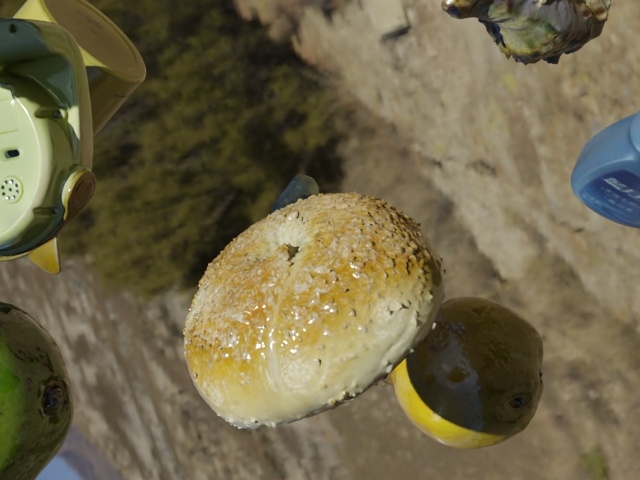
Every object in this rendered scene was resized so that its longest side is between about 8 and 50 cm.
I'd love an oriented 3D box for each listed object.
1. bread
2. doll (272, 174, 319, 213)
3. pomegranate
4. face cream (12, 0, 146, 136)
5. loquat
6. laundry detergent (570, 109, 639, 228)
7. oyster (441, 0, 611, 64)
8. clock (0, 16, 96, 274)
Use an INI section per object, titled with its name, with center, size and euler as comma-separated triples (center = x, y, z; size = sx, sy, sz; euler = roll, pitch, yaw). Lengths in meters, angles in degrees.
[bread]
center = -0.014, 0.059, 1.348
size = 0.158, 0.306, 0.305
euler = 62, 176, -22
[doll]
center = 0.000, 0.000, 1.809
size = 0.214, 0.104, 0.071
euler = 64, 154, 21
[pomegranate]
center = -0.434, 0.196, 1.564
size = 0.254, 0.271, 0.254
euler = -6, -90, -83
[face cream]
center = -0.413, -0.267, 2.066
size = 0.218, 0.179, 0.218
euler = 40, -161, -16
[loquat]
center = 0.189, 0.183, 1.827
size = 0.213, 0.246, 0.213
euler = 1, -90, -73
[laundry detergent]
center = 0.381, -0.087, 1.449
size = 0.143, 0.094, 0.290
euler = 28, 169, 1
[oyster]
center = 0.297, -0.356, 1.873
size = 0.133, 0.337, 0.197
euler = 33, 106, 50
[clock]
center = -0.448, -0.115, 1.766
size = 0.117, 0.286, 0.348
euler = -12, -86, -71
